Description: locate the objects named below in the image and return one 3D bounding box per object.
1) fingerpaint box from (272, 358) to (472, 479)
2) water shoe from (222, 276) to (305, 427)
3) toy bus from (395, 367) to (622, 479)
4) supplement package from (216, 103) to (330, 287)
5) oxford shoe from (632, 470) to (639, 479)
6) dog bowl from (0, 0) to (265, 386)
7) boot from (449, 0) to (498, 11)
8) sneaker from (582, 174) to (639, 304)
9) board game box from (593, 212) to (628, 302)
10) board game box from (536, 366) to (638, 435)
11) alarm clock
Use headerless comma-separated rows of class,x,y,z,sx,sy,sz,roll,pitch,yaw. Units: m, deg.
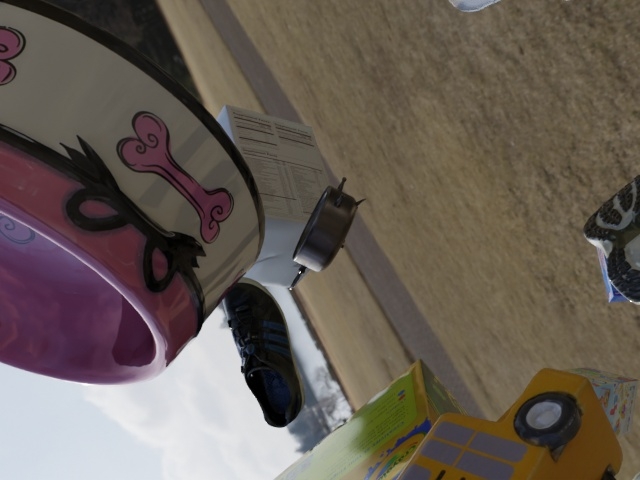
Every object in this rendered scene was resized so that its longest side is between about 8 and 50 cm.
fingerpaint box,0.049,0.432,1.020,0.163,0.445,0.371,48,-172,-2
water shoe,-0.073,0.142,0.857,0.203,0.073,0.080,65,-172,0
toy bus,0.108,0.248,0.510,0.130,0.332,0.108,-2,127,53
supplement package,-0.113,-0.078,1.242,0.199,0.198,0.262,-48,47,39
oxford shoe,0.744,0.519,1.088,0.449,0.169,0.130,31,177,14
dog bowl,-0.265,-0.010,0.590,0.408,0.408,0.150,72,-151,-49
boot,0.226,-0.299,0.638,0.095,0.123,0.258,55,169,-24
sneaker,0.574,0.024,1.117,0.182,0.158,0.410,41,-149,-8
board game box,0.721,0.031,1.499,0.047,0.160,0.210,71,-165,-63
board game box,0.659,0.406,1.640,0.142,0.275,0.144,9,91,46
alarm clock,0.000,0.000,1.025,0.064,0.192,0.129,29,-160,-7
